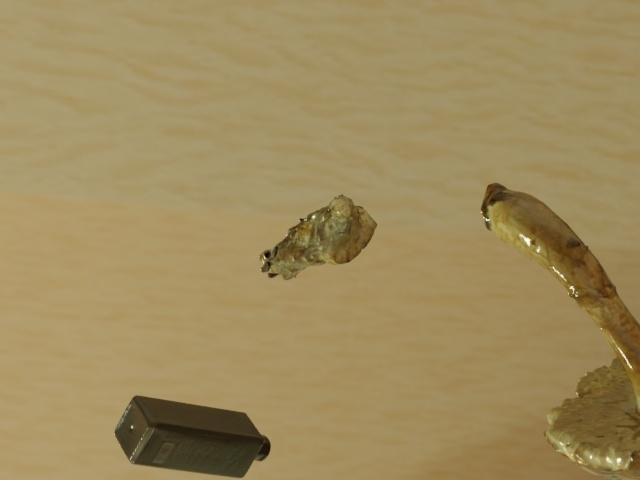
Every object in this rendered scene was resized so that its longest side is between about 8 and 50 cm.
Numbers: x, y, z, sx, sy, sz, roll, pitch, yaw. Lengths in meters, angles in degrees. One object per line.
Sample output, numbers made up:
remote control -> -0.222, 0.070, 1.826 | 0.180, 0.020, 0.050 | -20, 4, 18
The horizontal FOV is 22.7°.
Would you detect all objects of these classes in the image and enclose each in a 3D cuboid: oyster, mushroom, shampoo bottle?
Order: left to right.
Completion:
shampoo bottle -> -0.180, 0.293, 2.353 | 0.080, 0.246, 0.079 | -59, 42, 18
oyster -> 0.000, 0.000, 2.101 | 0.081, 0.163, 0.191 | 58, 163, 20
mushroom -> 0.267, 0.108, 1.478 | 0.208, 0.302, 0.233 | -62, 17, -3
